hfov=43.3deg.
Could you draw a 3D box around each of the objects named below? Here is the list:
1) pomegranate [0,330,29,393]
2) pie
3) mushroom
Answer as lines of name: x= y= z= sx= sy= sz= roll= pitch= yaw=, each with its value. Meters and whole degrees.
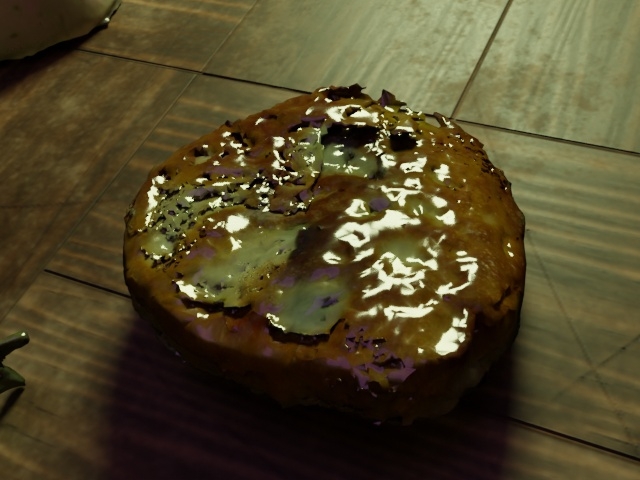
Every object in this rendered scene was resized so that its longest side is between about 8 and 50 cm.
pomegranate: x=-0.294 y=0.085 z=0.517 sx=0.169 sy=0.148 sz=0.148 roll=31 pitch=58 yaw=2
pie: x=0.000 y=-0.001 z=0.554 sx=0.308 sy=0.085 sz=0.308 roll=-6 pitch=45 yaw=6
mushroom: x=-0.301 y=-0.313 z=0.820 sx=0.162 sy=0.173 sz=0.236 roll=3 pitch=50 yaw=10
